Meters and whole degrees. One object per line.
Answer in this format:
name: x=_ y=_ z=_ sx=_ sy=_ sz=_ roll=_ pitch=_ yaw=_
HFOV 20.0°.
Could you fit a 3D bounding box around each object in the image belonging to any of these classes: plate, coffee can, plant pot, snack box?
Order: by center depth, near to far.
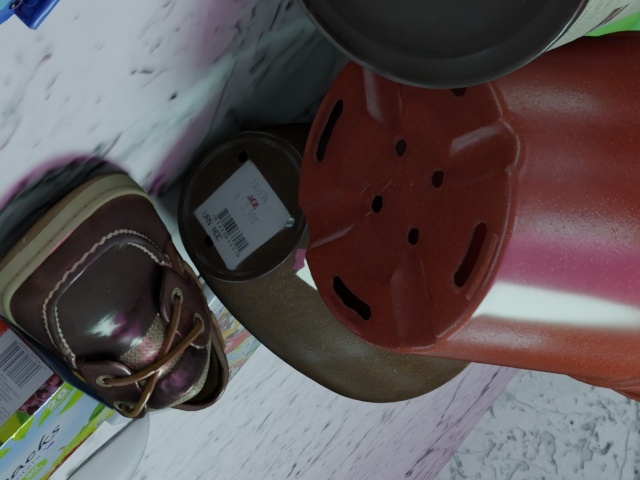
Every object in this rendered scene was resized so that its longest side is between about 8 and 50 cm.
coffee can: x=0.123 y=-0.213 z=1.061 sx=0.275 sy=0.201 sz=0.201 roll=-28 pitch=156 yaw=-56
plant pot: x=0.146 y=-0.025 z=1.197 sx=0.265 sy=0.272 sz=0.272 roll=4 pitch=133 yaw=-38
snack box: x=-0.249 y=0.159 z=1.240 sx=0.207 sy=0.070 sz=0.174 roll=-47 pitch=168 yaw=-6
plant pot: x=0.000 y=0.000 z=1.336 sx=0.215 sy=0.215 sz=0.230 roll=-50 pitch=152 yaw=10
plate: x=-0.256 y=0.268 z=1.416 sx=0.277 sy=0.045 sz=0.278 roll=-43 pitch=179 yaw=-36

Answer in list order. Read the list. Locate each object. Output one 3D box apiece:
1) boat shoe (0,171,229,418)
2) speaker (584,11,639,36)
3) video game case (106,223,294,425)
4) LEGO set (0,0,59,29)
boat shoe: x=-0.121 y=0.055 z=1.228 sx=0.123 sy=0.123 sz=0.342 roll=-45 pitch=166 yaw=-9
speaker: x=0.168 y=-0.190 z=1.423 sx=0.296 sy=0.131 sz=0.131 roll=-28 pitch=156 yaw=-55
video game case: x=-0.081 y=0.069 z=1.597 sx=0.206 sy=0.026 sz=0.227 roll=-51 pitch=166 yaw=14
LEGO set: x=-0.169 y=-0.087 z=0.767 sx=0.227 sy=0.087 sz=0.093 roll=-49 pitch=167 yaw=10
